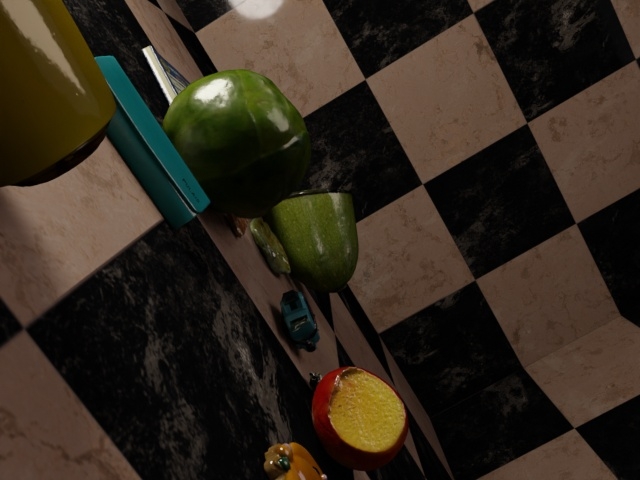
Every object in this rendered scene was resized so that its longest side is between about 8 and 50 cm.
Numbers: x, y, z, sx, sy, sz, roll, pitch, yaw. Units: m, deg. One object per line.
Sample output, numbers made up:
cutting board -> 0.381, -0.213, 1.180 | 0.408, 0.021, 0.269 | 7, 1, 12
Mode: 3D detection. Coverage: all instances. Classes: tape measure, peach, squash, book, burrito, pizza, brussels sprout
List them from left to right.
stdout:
book -> -0.334, -0.310, 1.546 | 0.428, 0.039, 0.300 | 61, 5, 10
pizza -> -0.210, -0.043, 1.358 | 0.100, 0.029, 0.099 | 51, 18, -45
brussels sprout -> -0.171, -0.194, 1.203 | 0.281, 0.289, 0.355 | 51, -21, 23
tape measure -> -0.049, 0.191, 1.289 | 0.146, 0.080, 0.125 | -114, -178, -46
squash -> -0.025, 0.018, 1.727 | 0.310, 0.310, 0.309 | 22, 60, -81
burrito -> 0.016, 0.347, 1.251 | 0.051, 0.042, 0.171 | 51, -4, 43
peach -> 0.077, 0.342, 1.074 | 0.190, 0.190, 0.193 | -113, -173, -53

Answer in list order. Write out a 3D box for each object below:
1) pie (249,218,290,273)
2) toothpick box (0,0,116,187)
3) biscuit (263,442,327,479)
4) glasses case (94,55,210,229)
pie -> -0.143, 0.018, 1.545 | 0.187, 0.041, 0.187 | 59, 6, -10
toothpick box -> -0.303, -0.180, 0.465 | 0.271, 0.174, 0.175 | 61, 4, -32
biscuit -> -0.020, 0.361, 0.800 | 0.170, 0.050, 0.170 | 59, 5, -8
glasses case -> -0.303, -0.169, 0.953 | 0.301, 0.070, 0.117 | 60, 6, -16
